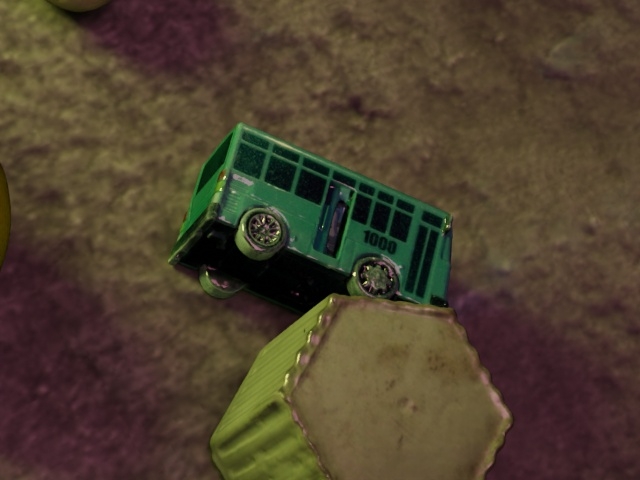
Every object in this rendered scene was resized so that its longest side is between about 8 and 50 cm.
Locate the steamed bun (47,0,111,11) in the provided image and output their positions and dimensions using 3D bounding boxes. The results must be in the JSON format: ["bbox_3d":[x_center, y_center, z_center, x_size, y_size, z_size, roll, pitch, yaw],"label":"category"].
[{"bbox_3d":[-0.237,-0.281,1.779,0.112,0.091,0.130,28,62,-17],"label":"steamed bun"}]

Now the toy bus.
[{"bbox_3d":[0.000,0.000,1.765,0.256,0.128,0.147,23,60,-15],"label":"toy bus"}]

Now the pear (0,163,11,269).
[{"bbox_3d":[-0.360,-0.006,1.566,0.188,0.187,0.219,9,85,-23],"label":"pear"}]

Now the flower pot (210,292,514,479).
[{"bbox_3d":[0.035,0.178,1.673,0.209,0.189,0.239,-23,81,-31],"label":"flower pot"}]
